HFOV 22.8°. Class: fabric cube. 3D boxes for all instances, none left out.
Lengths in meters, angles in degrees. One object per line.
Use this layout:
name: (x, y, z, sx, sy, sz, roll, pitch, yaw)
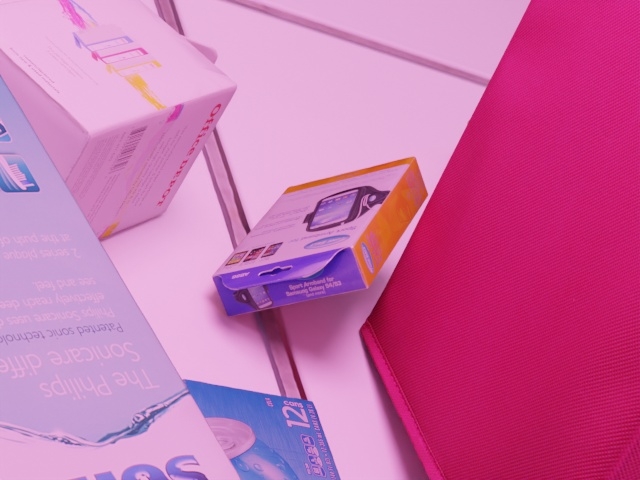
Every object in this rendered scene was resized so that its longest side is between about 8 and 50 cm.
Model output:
fabric cube: (0.210, 0.032, 0.761, 0.259, 0.258, 0.254, 16, 23, -24)

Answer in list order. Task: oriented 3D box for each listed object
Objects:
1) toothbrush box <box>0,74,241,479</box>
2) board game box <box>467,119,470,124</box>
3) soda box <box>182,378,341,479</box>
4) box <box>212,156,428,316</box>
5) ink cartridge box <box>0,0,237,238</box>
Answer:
toothbrush box: (-0.180, 0.033, 0.478, 0.216, 0.126, 0.295, -7, 54, -49)
board game box: (0.206, -0.073, 0.986, 0.124, 0.259, 0.039, 12, 71, -34)
soda box: (-0.019, 0.156, 0.605, 0.067, 0.071, 0.210, 13, 37, -32)
box: (0.000, 0.000, 0.831, 0.028, 0.081, 0.136, 68, 27, -19)
ink cartridge box: (-0.119, -0.061, 0.787, 0.090, 0.092, 0.143, 42, 30, 13)
